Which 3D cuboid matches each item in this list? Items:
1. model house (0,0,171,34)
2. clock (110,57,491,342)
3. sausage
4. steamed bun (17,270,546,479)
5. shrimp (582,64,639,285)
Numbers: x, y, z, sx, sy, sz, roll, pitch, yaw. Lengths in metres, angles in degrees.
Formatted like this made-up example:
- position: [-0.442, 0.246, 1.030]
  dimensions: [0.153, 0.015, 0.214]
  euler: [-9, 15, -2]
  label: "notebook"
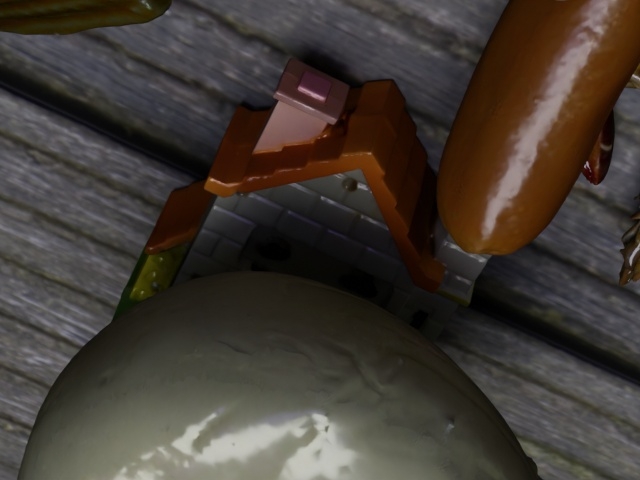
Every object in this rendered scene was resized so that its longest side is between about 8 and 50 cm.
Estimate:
- position: [-0.159, -0.222, 1.095]
  dimensions: [0.268, 0.173, 0.239]
  euler: [-5, 128, 26]
  label: "model house"
- position: [0.000, 0.000, 1.301]
  dimensions: [0.220, 0.106, 0.255]
  euler: [25, 129, -7]
  label: "clock"
- position: [0.142, -0.100, 1.130]
  dimensions: [0.098, 0.098, 0.238]
  euler: [23, 112, -3]
  label: "sausage"
- position: [-0.031, 0.155, 1.215]
  dimensions: [0.334, 0.233, 0.312]
  euler: [-25, 116, 19]
  label: "steamed bun"
- position: [0.218, -0.068, 1.193]
  dimensions: [0.133, 0.053, 0.236]
  euler: [15, 131, 3]
  label: "shrimp"
